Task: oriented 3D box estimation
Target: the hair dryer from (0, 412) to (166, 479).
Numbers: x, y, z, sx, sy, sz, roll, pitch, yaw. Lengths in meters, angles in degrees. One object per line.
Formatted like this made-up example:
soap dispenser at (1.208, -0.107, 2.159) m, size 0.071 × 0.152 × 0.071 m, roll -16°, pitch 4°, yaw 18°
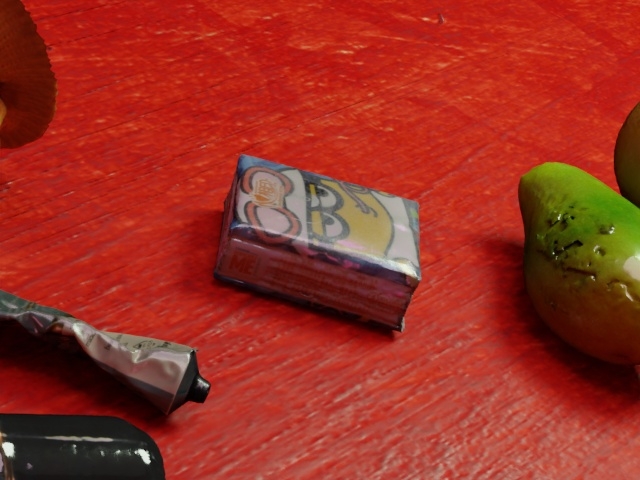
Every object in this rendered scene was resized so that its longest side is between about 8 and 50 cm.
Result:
hair dryer at (-0.221, 0.058, 1.208) m, size 0.189 × 0.107 × 0.352 m, roll 5°, pitch 46°, yaw -30°

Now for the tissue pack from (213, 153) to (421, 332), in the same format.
tissue pack at (0.000, 0.000, 1.517) m, size 0.155 × 0.065 × 0.115 m, roll 17°, pitch 31°, yaw -9°

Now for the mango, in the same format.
mango at (0.223, 0.018, 1.584) m, size 0.125 × 0.111 × 0.233 m, roll 5°, pitch 34°, yaw -33°

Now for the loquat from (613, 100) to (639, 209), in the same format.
loquat at (0.352, -0.048, 1.678) m, size 0.213 × 0.213 × 0.213 m, roll 16°, pitch 32°, yaw -10°

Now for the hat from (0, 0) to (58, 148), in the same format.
hat at (-0.335, -0.068, 1.357) m, size 0.233 × 0.244 × 0.233 m, roll -6°, pitch 44°, yaw 28°

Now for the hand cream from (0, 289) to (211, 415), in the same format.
hand cream at (-0.194, 0.067, 1.328) m, size 0.248 × 0.052 × 0.075 m, roll 16°, pitch 9°, yaw 2°
